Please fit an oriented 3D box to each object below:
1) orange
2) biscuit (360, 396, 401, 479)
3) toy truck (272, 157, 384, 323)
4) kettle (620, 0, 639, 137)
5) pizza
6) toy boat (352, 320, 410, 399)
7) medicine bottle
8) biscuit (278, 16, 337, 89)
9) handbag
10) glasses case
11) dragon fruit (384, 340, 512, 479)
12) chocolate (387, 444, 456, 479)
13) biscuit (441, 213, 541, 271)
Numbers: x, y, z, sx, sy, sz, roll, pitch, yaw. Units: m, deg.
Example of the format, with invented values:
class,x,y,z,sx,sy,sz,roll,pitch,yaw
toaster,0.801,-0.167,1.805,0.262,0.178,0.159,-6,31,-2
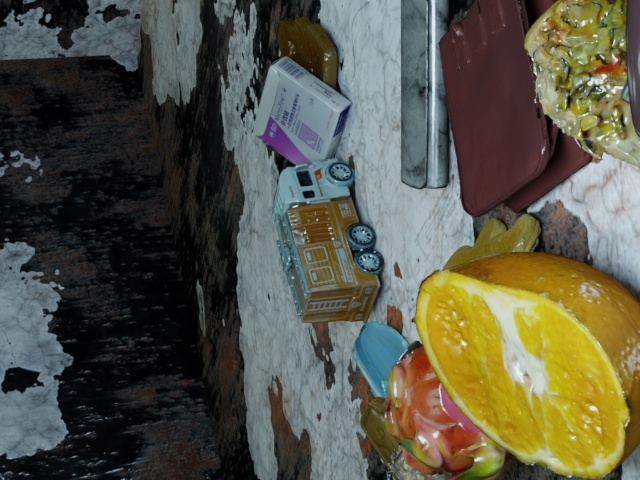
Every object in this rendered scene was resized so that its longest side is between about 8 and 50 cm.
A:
class,x,y,z,sx,sy,sz,roll,pitch,yaw
orange,0.244,0.135,1.491,0.310,0.274,0.274,-13,79,29
biscuit,0.148,0.326,2.075,0.182,0.034,0.215,57,148,-1
toy truck,0.000,0.000,2.360,0.136,0.162,0.305,107,152,-51
kettle,0.375,-0.192,1.205,0.202,0.144,0.232,23,128,36
pizza,0.297,-0.179,1.467,0.147,0.069,0.226,-12,82,48
toy boat,0.108,0.224,2.209,0.215,0.088,0.102,-120,26,-50
medicine bottle,-0.036,-0.231,2.453,0.171,0.052,0.201,37,143,13
biscuit,-0.017,-0.316,2.519,0.301,0.043,0.278,166,97,-71
handbag,0.242,-0.188,1.671,0.260,0.084,0.276,131,132,-67
glasses case,0.157,-0.232,1.964,0.114,0.060,0.299,-146,53,-68
dragon fruit,0.186,0.226,1.762,0.227,0.224,0.224,111,149,-63
chocolate,0.210,0.415,1.914,0.329,0.065,0.102,53,136,40
biscuit,0.225,0.042,1.775,0.158,0.035,0.240,-62,13,-14
